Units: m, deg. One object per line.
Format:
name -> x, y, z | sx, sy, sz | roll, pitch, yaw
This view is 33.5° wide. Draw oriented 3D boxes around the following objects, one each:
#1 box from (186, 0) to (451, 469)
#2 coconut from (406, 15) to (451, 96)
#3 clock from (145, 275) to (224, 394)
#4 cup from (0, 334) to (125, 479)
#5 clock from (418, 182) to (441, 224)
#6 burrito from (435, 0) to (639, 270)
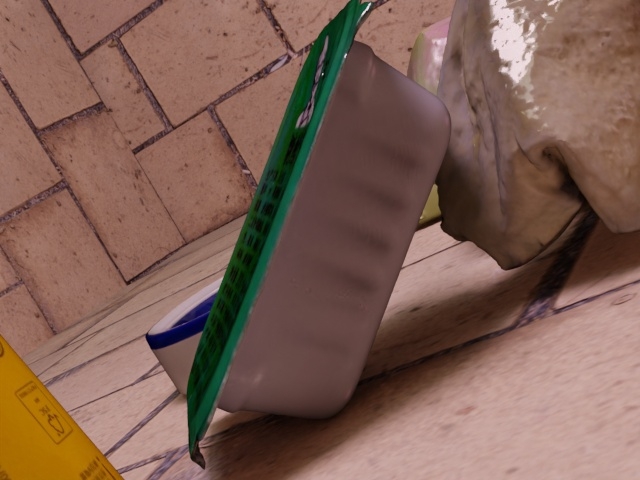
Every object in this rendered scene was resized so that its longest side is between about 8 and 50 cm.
box -> 0.000, 0.000, 0.797 | 0.264, 0.106, 0.336 | -152, 84, -81
coconut -> 0.183, -0.126, 1.004 | 0.236, 0.236, 0.204 | -34, -11, -31
clock -> -0.068, 0.074, 1.123 | 0.230, 0.083, 0.230 | -27, 8, 4
cup -> -0.195, 0.121, 0.498 | 0.196, 0.279, 0.196 | -34, 3, 2
clock -> 0.194, -0.101, 1.340 | 0.170, 0.069, 0.232 | -25, 7, 37
burrito -> 0.166, -0.148, 0.795 | 0.190, 0.135, 0.331 | -10, 55, 43
